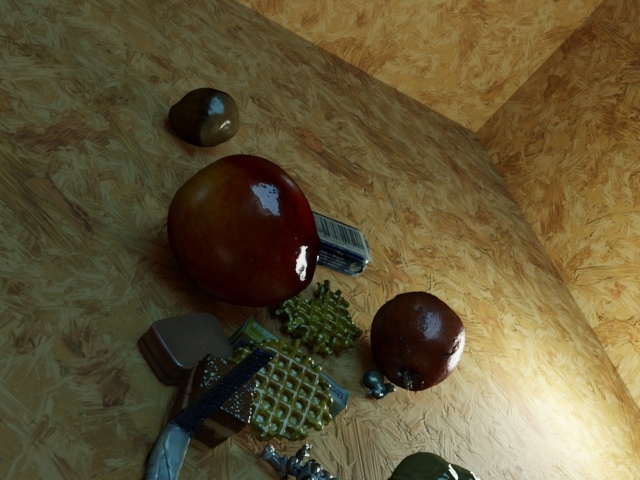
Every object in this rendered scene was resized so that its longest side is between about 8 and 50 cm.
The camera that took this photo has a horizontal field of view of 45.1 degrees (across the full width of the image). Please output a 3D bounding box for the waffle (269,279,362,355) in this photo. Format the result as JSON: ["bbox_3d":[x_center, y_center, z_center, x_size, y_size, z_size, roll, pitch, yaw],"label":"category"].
[{"bbox_3d":[-0.009,0.198,2.092,0.293,0.069,0.260,6,44,-46],"label":"waffle"}]

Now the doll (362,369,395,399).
[{"bbox_3d":[0.146,0.383,2.053,0.076,0.050,0.083,-11,59,-39],"label":"doll"}]

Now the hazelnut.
[{"bbox_3d":[-0.349,-0.381,2.330,0.210,0.186,0.210,19,53,-27],"label":"hazelnut"}]

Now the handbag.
[{"bbox_3d":[-0.287,0.239,1.690,0.193,0.072,0.151,-4,53,-56],"label":"handbag"}]

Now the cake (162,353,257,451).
[{"bbox_3d":[-0.224,0.333,1.561,0.134,0.147,0.135,32,31,-17],"label":"cake"}]

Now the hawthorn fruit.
[{"bbox_3d":[0.256,0.296,2.094,0.276,0.276,0.307,40,33,-4],"label":"hawthorn fruit"}]

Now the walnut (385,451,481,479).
[{"bbox_3d":[0.234,0.606,1.648,0.277,0.253,0.282,41,30,2],"label":"walnut"}]

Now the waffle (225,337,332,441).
[{"bbox_3d":[-0.088,0.328,1.715,0.254,0.052,0.245,-5,62,-37],"label":"waffle"}]

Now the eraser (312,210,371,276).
[{"bbox_3d":[0.000,0.000,2.336,0.332,0.101,0.155,19,38,-34],"label":"eraser"}]

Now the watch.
[{"bbox_3d":[-0.213,0.339,1.393,0.068,0.274,0.276,33,57,-21],"label":"watch"}]

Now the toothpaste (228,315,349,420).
[{"bbox_3d":[-0.077,0.314,1.831,0.313,0.089,0.071,39,25,-7],"label":"toothpaste"}]

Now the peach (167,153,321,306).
[{"bbox_3d":[-0.175,-0.014,1.878,0.388,0.388,0.388,31,31,-21],"label":"peach"}]

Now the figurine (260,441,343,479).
[{"bbox_3d":[-0.034,0.493,1.637,0.197,0.093,0.147,44,3,3],"label":"figurine"}]
